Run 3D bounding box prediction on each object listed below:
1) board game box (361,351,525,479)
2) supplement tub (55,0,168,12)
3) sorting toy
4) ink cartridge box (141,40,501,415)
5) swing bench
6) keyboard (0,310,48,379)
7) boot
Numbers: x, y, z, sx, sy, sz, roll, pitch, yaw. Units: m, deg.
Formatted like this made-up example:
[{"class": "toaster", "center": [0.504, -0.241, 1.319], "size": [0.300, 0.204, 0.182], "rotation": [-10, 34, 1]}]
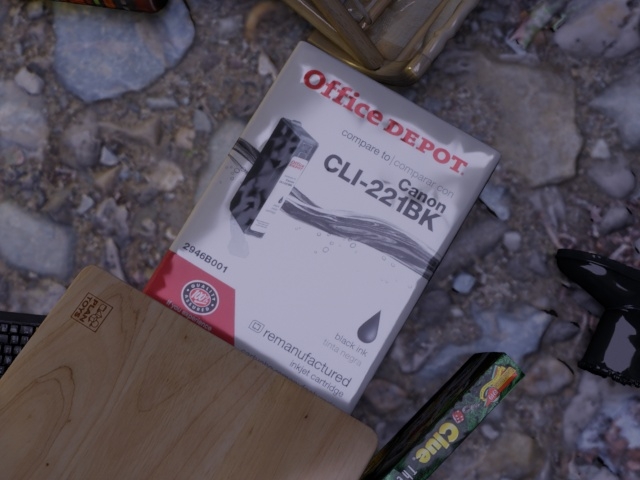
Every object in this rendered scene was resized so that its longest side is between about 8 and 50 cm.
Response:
[{"class": "board game box", "center": [0.056, 0.191, 0.694], "size": [0.030, 0.136, 0.260], "rotation": [45, 86, 3]}, {"class": "supplement tub", "center": [-0.238, -0.273, 0.785], "size": [0.197, 0.106, 0.106], "rotation": [8, 82, 3]}, {"class": "sorting toy", "center": [-0.129, 0.193, 0.610], "size": [0.255, 0.089, 0.257], "rotation": [28, 72, 15]}, {"class": "ink cartridge box", "center": [0.000, 0.000, 0.733], "size": [0.197, 0.114, 0.273], "rotation": [30, 83, 6]}, {"class": "swing bench", "center": [0.053, -0.309, 0.748], "size": [0.254, 0.165, 0.253], "rotation": [41, 83, -17]}, {"class": "keyboard", "center": [-0.253, 0.121, 0.768], "size": [0.180, 0.023, 0.108], "rotation": [5, 82, 3]}, {"class": "boot", "center": [0.253, 0.070, 0.755], "size": [0.121, 0.045, 0.099], "rotation": [20, 86, 4]}]
